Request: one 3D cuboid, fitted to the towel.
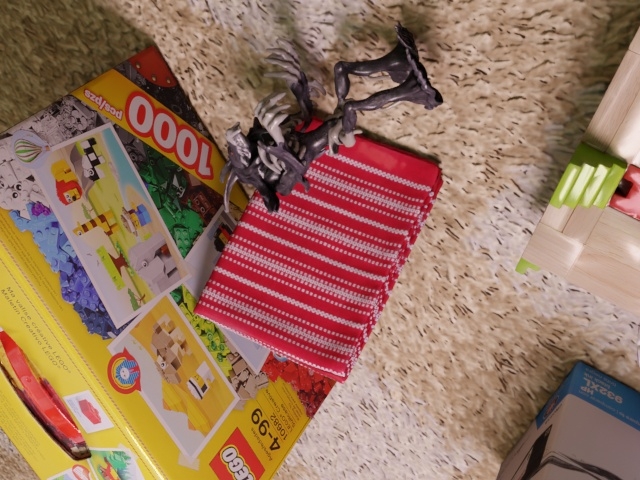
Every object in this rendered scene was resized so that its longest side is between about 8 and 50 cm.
[{"bbox_3d":[0.000,0.000,1.085,0.199,0.274,0.031,24,167,12],"label":"towel"}]

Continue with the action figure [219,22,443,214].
[{"bbox_3d":[-0.018,-0.138,1.024,0.276,0.164,0.141,-28,130,15],"label":"action figure"}]

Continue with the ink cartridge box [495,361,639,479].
[{"bbox_3d":[0.270,0.324,1.085,0.129,0.307,0.223,30,127,7],"label":"ink cartridge box"}]

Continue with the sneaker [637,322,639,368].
[{"bbox_3d":[0.416,0.181,1.065,0.095,0.104,0.236,-23,87,4],"label":"sneaker"}]

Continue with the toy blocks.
[{"bbox_3d":[0.369,-0.055,0.876,0.261,0.191,0.381,27,127,12],"label":"toy blocks"}]

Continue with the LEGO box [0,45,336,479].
[{"bbox_3d":[-0.227,0.075,1.142,0.193,0.372,0.500,-20,109,35],"label":"LEGO box"}]
